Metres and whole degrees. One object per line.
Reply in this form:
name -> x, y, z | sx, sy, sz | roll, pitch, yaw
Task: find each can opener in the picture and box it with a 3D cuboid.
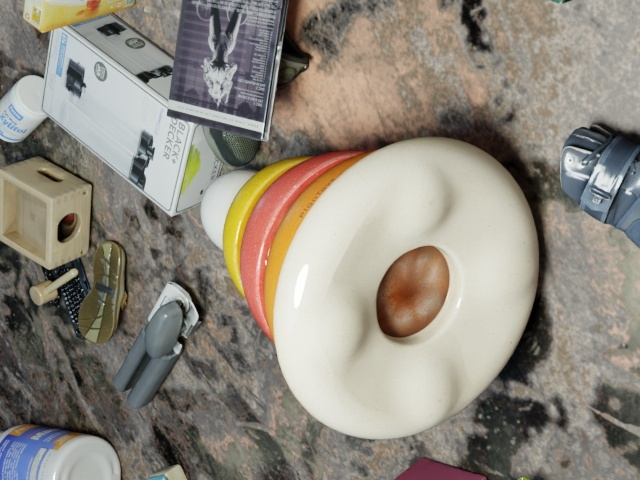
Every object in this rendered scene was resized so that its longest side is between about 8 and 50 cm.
can opener -> -0.267, 0.171, 1.998 | 0.076, 0.095, 0.283 | 48, 134, 15

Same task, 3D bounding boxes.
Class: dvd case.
dvd case -> -0.114, -0.247, 1.605 | 0.165, 0.018, 0.221 | 17, 103, 35

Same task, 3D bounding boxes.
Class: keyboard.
keyboard -> -0.423, 0.080, 2.138 | 0.100, 0.038, 0.192 | -6, 105, 44

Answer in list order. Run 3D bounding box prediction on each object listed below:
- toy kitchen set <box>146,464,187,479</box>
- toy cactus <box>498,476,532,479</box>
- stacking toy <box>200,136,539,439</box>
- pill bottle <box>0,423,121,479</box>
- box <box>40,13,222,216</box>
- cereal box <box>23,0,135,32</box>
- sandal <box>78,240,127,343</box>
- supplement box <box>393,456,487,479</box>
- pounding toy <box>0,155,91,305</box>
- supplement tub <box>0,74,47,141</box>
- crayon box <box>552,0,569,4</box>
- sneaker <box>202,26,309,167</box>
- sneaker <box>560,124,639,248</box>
toy kitchen set -> -0.223, 0.436, 2.036 | 0.207, 0.166, 0.122 | -21, 96, 45
toy cactus -> 0.312, 0.379, 1.580 | 0.180, 0.112, 0.219 | -26, 83, 36
stacking toy -> 0.000, 0.000, 1.588 | 0.480, 0.351, 0.350 | 29, 130, 53
pill bottle -> -0.491, 0.403, 2.275 | 0.272, 0.152, 0.152 | 2, 111, 42
box -> -0.261, -0.187, 1.823 | 0.290, 0.087, 0.169 | 38, 131, 22
cereal box -> -0.298, -0.401, 1.692 | 0.047, 0.173, 0.240 | 37, 132, 23
sandal -> -0.335, 0.084, 2.058 | 0.072, 0.049, 0.180 | 24, 110, 26
supplement box -> 0.162, 0.398, 1.727 | 0.104, 0.081, 0.188 | 13, 118, 38
pounding toy -> -0.416, -0.001, 2.048 | 0.181, 0.094, 0.206 | 27, 124, 30
supplement tub -> -0.463, -0.203, 2.012 | 0.107, 0.071, 0.071 | -32, 87, 47
crayon box -> 0.169, -0.461, 1.283 | 0.313, 0.106, 0.363 | 28, 127, 30
sneaker -> -0.085, -0.190, 1.662 | 0.130, 0.087, 0.227 | 26, 121, 39
sneaker -> 0.337, -0.096, 1.322 | 0.163, 0.086, 0.226 | 37, 132, 20
